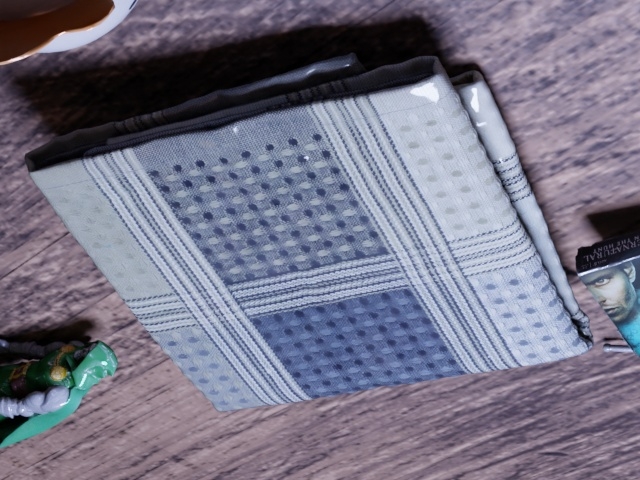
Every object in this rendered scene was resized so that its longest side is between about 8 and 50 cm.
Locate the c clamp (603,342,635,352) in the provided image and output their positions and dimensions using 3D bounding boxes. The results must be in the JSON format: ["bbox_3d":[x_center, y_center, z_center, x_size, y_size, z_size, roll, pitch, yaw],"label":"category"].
[{"bbox_3d":[0.276,0.047,1.407,0.137,0.022,0.161,2,146,10],"label":"c clamp"}]

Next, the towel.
[{"bbox_3d":[0.000,0.000,1.340,0.312,0.056,0.324,-11,139,21],"label":"towel"}]

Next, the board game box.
[{"bbox_3d":[0.287,0.022,1.333,0.186,0.026,0.126,-19,137,24],"label":"board game box"}]

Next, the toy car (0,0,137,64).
[{"bbox_3d":[-0.113,-0.176,0.965,0.210,0.238,0.219,-2,146,18],"label":"toy car"}]

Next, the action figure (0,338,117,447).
[{"bbox_3d":[-0.266,0.128,1.615,0.232,0.137,0.063,-20,125,26],"label":"action figure"}]
